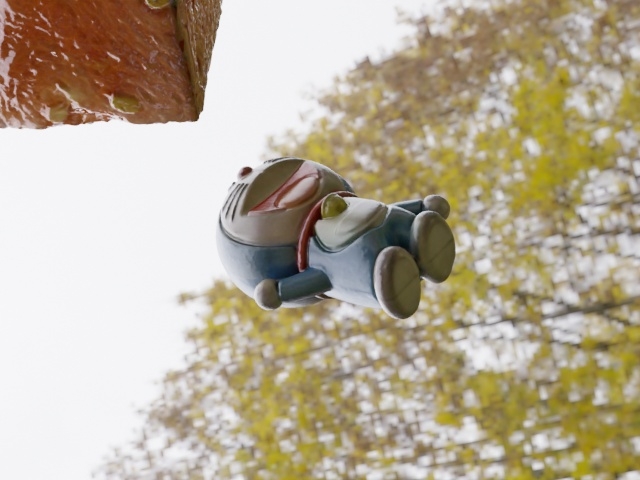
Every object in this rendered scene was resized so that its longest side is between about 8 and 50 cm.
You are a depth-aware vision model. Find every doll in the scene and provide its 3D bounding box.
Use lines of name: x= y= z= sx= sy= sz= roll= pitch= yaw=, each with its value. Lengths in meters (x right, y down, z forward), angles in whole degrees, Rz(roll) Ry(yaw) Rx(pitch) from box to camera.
doll: x=0.000 y=0.000 z=0.803 sx=0.114 sy=0.152 sz=0.085 roll=-40 pitch=-52 yaw=-32

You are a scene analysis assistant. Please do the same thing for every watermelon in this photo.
watermelon: x=-0.066 y=-0.080 z=0.465 sx=0.125 sy=0.135 sz=0.094 roll=-26 pitch=-101 yaw=-21
